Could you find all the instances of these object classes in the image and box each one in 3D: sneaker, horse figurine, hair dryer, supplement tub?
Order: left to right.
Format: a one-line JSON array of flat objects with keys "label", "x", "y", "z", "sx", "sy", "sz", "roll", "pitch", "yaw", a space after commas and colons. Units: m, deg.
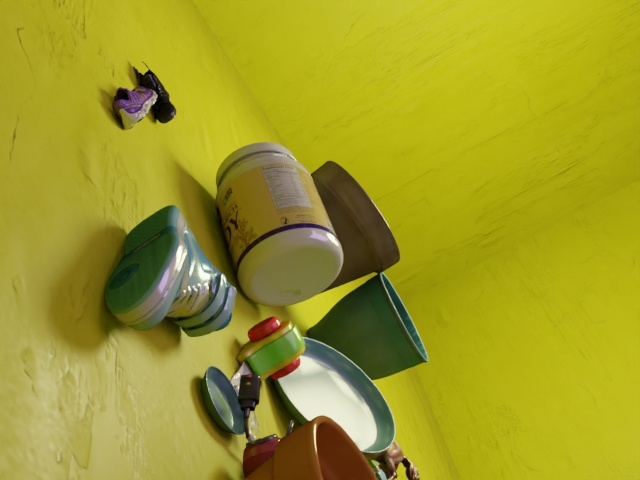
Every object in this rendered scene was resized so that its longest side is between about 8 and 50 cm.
[{"label": "sneaker", "x": -0.375, "y": -0.283, "z": 1.546, "sx": 0.071, "sy": 0.068, "sz": 0.170, "roll": 52, "pitch": 12, "yaw": -22}, {"label": "sneaker", "x": -0.380, "y": -0.338, "z": 1.764, "sx": 0.089, "sy": 0.051, "sz": 0.170, "roll": 55, "pitch": 6, "yaw": -40}, {"label": "sneaker", "x": -0.203, "y": 0.086, "z": 1.156, "sx": 0.208, "sy": 0.127, "sz": 0.319, "roll": 57, "pitch": 10, "yaw": -22}, {"label": "supplement tub", "x": -0.106, "y": -0.042, "z": 1.777, "sx": 0.241, "sy": 0.241, "sz": 0.331, "roll": 51, "pitch": 12, "yaw": -51}, {"label": "hair dryer", "x": -0.052, "y": 0.366, "z": 1.214, "sx": 0.294, "sy": 0.080, "sz": 0.224, "roll": -97, "pitch": 161, "yaw": -49}, {"label": "horse figurine", "x": 0.114, "y": 0.463, "z": 1.673, "sx": 0.263, "sy": 0.066, "sz": 0.174, "roll": 30, "pitch": 32, "yaw": -6}]

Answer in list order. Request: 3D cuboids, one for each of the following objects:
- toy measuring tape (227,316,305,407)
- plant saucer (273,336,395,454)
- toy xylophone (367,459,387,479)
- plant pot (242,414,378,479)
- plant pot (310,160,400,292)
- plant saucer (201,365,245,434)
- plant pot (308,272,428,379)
[{"label": "toy measuring tape", "x": -0.092, "y": 0.217, "z": 1.443, "sx": 0.121, "sy": 0.121, "sz": 0.330, "roll": 61, "pitch": 8, "yaw": -6}, {"label": "plant saucer", "x": 0.021, "y": 0.332, "z": 1.634, "sx": 0.317, "sy": 0.044, "sz": 0.318, "roll": 31, "pitch": 22, "yaw": -14}, {"label": "toy xylophone", "x": 0.089, "y": 0.467, "z": 1.841, "sx": 0.323, "sy": 0.081, "sz": 0.236, "roll": 63, "pitch": 8, "yaw": 8}, {"label": "plant pot", "x": -0.022, "y": 0.394, "z": 0.955, "sx": 0.291, "sy": 0.203, "sz": 0.291, "roll": 59, "pitch": 8, "yaw": -14}, {"label": "plant pot", "x": 0.000, "y": 0.000, "z": 2.010, "sx": 0.323, "sy": 0.280, "sz": 0.323, "roll": 54, "pitch": -9, "yaw": 13}, {"label": "plant saucer", "x": -0.157, "y": 0.257, "z": 1.227, "sx": 0.119, "sy": 0.021, "sz": 0.119, "roll": 59, "pitch": 9, "yaw": -16}, {"label": "plant pot", "x": 0.116, "y": 0.261, "z": 2.088, "sx": 0.272, "sy": 0.255, "sz": 0.272, "roll": 59, "pitch": 9, "yaw": -15}]
